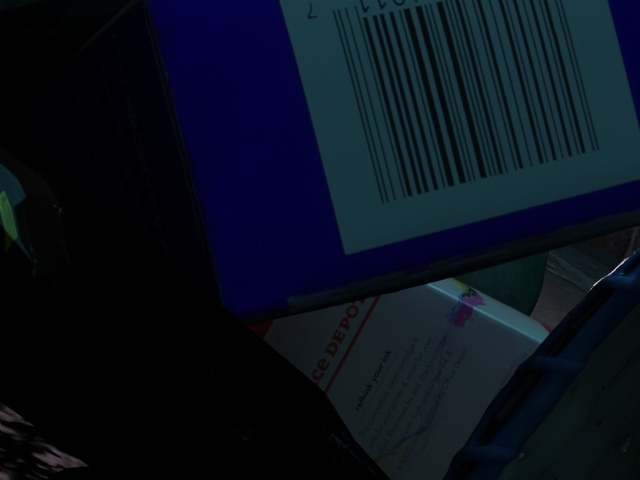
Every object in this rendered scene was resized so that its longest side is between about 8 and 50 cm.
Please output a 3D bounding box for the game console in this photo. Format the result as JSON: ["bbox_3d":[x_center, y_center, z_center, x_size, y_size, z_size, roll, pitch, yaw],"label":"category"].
[{"bbox_3d":[-0.135,0.018,0.587,0.361,0.044,0.213,15,-22,42],"label":"game console"}]

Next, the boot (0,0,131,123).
[{"bbox_3d":[-0.173,-0.085,0.615,0.223,0.118,0.338,-20,-16,40],"label":"boot"}]

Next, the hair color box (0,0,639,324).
[{"bbox_3d":[-0.015,-0.024,0.689,0.185,0.110,0.339,-14,0,-21],"label":"hair color box"}]

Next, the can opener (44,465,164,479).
[{"bbox_3d":[-0.105,0.070,0.520,0.283,0.095,0.076,32,8,25],"label":"can opener"}]

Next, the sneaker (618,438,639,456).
[{"bbox_3d":[0.311,0.151,1.398,0.281,0.105,0.115,29,8,7],"label":"sneaker"}]

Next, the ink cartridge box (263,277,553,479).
[{"bbox_3d":[0.038,0.070,0.937,0.198,0.115,0.067,28,9,-10],"label":"ink cartridge box"}]

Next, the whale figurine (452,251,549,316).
[{"bbox_3d":[0.021,0.010,1.274,0.272,0.141,0.216,11,-30,8],"label":"whale figurine"}]

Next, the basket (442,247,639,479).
[{"bbox_3d":[0.135,0.108,0.590,0.201,0.255,0.289,37,-8,19],"label":"basket"}]

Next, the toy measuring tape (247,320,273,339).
[{"bbox_3d":[-0.027,0.016,1.064,0.121,0.121,0.330,31,3,17],"label":"toy measuring tape"}]
